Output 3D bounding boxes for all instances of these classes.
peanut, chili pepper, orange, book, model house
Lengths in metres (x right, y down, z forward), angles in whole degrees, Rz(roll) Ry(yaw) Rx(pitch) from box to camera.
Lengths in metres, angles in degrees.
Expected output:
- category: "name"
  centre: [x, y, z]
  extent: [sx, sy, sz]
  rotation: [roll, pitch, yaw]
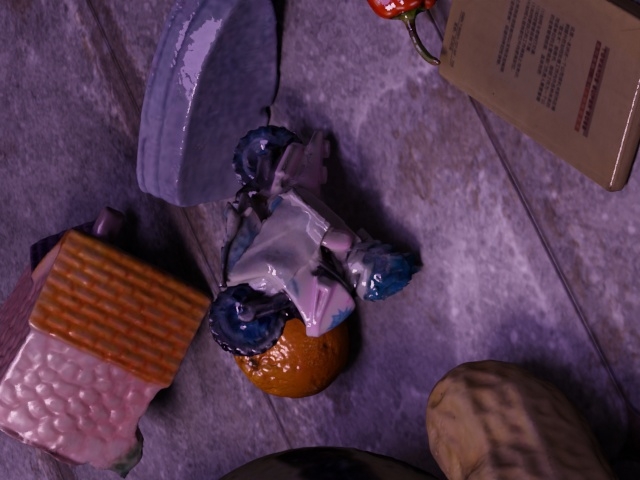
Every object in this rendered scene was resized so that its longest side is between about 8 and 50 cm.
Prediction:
- category: "peanut"
  centre: [0.184, 0.220, 1.737]
  extent: [0.313, 0.152, 0.152]
  rotation: [-113, 33, -44]
- category: "chili pepper"
  centre: [0.057, -0.282, 1.834]
  extent: [0.071, 0.063, 0.272]
  rotation: [-28, 73, 28]
- category: "orange"
  centre: [-0.036, 0.098, 2.034]
  extent: [0.135, 0.117, 0.135]
  rotation: [10, 104, 47]
- category: "book"
  centre: [0.198, -0.166, 1.722]
  extent: [0.231, 0.026, 0.161]
  rotation: [40, 131, 38]
- category: "model house"
  centre: [-0.254, 0.099, 2.277]
  extent: [0.237, 0.202, 0.237]
  rotation: [-58, 16, 17]

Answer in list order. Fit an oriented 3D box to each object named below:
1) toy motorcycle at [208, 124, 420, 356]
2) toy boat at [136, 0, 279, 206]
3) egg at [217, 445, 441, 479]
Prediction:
- category: "toy motorcycle"
  centre: [0.001, 0.002, 1.959]
  extent: [0.204, 0.108, 0.239]
  rotation: [3, 83, 9]
- category: "toy boat"
  centre: [-0.113, -0.164, 2.037]
  extent: [0.078, 0.127, 0.283]
  rotation: [40, 129, 36]
- category: "egg"
  centre: [0.034, 0.376, 1.849]
  extent: [0.428, 0.345, 0.345]
  rotation: [25, 121, 38]
